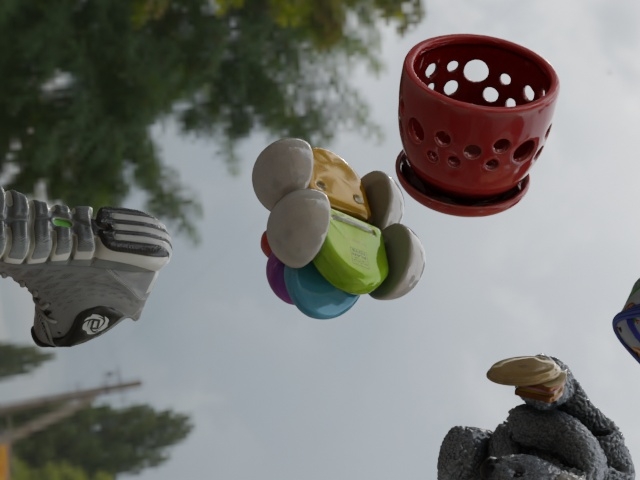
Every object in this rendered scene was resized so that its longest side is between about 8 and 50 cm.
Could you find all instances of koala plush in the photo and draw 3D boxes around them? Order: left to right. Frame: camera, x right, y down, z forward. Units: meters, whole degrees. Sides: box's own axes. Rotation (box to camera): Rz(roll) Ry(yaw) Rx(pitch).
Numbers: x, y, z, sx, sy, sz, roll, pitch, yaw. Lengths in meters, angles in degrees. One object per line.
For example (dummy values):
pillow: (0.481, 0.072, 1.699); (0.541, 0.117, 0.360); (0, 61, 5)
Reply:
koala plush: (0.239, 0.274, 1.622); (0.196, 0.203, 0.221); (-47, -178, 23)

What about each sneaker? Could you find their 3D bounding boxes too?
sneaker: (-0.245, 0.031, 1.232); (0.086, 0.228, 0.132); (-100, -154, -53)

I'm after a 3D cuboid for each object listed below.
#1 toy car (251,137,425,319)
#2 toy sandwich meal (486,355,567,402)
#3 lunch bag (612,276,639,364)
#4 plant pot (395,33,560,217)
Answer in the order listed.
toy car: (0.000, 0.000, 1.437); (0.136, 0.159, 0.182); (-51, -144, 27)
toy sandwich meal: (0.213, 0.144, 1.553); (0.085, 0.085, 0.029); (-149, -130, -68)
lunch bag: (0.566, 0.167, 2.104); (0.303, 0.115, 0.243); (48, -35, -17)
plant pot: (0.186, -0.134, 1.828); (0.191, 0.191, 0.174); (-119, -154, -50)
